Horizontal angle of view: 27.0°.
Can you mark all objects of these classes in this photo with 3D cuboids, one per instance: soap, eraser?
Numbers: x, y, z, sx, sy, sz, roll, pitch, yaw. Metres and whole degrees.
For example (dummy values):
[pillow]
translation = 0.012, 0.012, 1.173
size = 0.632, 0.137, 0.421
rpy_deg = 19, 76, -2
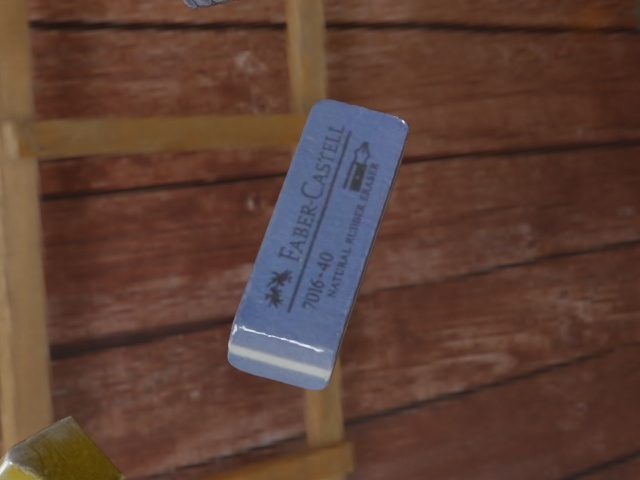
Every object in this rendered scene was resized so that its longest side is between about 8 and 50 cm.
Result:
[soap]
translation = -0.223, 0.230, 0.970
size = 0.232, 0.073, 0.140
rpy_deg = -52, 170, 24
[eraser]
translation = 0.000, 0.000, 1.019
size = 0.082, 0.225, 0.036
rpy_deg = 16, 157, 8

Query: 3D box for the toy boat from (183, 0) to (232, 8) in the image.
[toy boat]
translation = -0.160, -0.385, 1.663
size = 0.078, 0.127, 0.283
rpy_deg = -2, 151, 12
